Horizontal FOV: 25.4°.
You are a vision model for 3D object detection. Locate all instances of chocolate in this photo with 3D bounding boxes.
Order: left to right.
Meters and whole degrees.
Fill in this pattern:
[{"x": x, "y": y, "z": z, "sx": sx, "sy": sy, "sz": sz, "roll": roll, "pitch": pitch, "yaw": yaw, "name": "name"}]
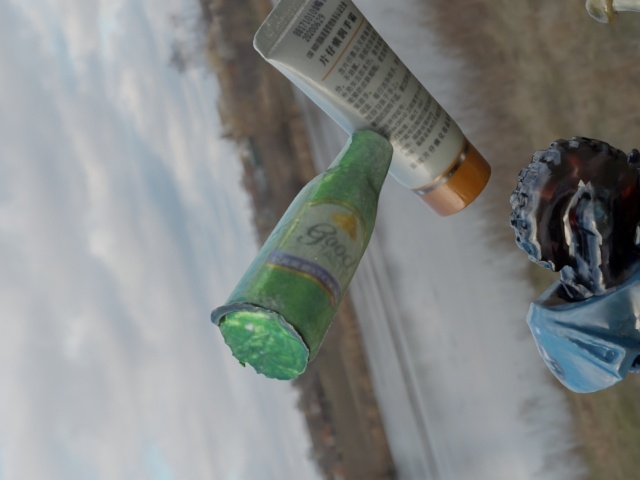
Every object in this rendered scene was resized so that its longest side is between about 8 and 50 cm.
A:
[{"x": 0.000, "y": 0.000, "z": 1.444, "sx": 0.291, "sy": 0.110, "sz": 0.110, "roll": -61, "pitch": -32, "yaw": -37, "name": "chocolate"}]

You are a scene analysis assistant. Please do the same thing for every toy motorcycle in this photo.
[{"x": 0.352, "y": 0.039, "z": 1.346, "sx": 0.172, "sy": 0.416, "sz": 0.232, "roll": -151, "pitch": 71, "yaw": -66, "name": "toy motorcycle"}]

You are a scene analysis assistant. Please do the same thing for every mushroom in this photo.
[{"x": 0.360, "y": -0.213, "z": 1.290, "sx": 0.306, "sy": 0.068, "sz": 0.043, "roll": 12, "pitch": 96, "yaw": 56, "name": "mushroom"}]

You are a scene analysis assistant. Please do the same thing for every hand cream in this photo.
[{"x": 0.059, "y": -0.153, "z": 1.555, "sx": 0.089, "sy": 0.140, "sz": 0.314, "roll": -9, "pitch": 130, "yaw": 52, "name": "hand cream"}]
